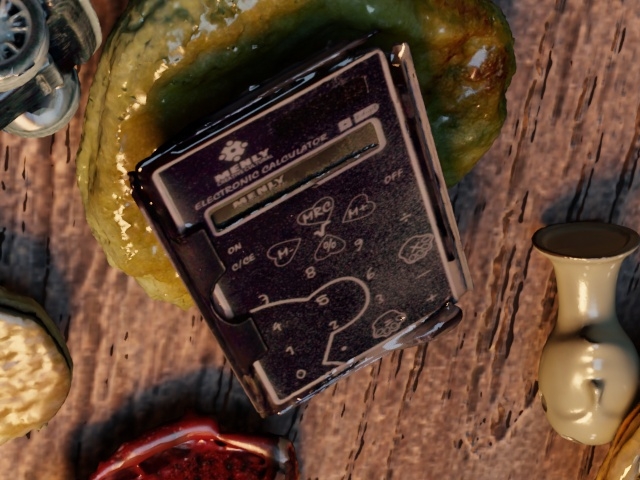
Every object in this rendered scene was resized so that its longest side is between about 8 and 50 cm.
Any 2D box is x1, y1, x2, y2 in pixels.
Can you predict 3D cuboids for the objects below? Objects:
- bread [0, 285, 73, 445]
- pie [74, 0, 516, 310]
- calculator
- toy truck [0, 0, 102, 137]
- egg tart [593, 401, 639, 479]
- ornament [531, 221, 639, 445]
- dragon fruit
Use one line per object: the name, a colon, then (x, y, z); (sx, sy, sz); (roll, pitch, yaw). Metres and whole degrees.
bread: (-0.297, 0.059, 0.890); (0.286, 0.056, 0.207); (-12, 118, -11)
pie: (-0.015, -0.061, 0.878); (0.277, 0.078, 0.277); (-16, 131, -19)
calculator: (0.000, 0.000, 0.876); (0.166, 0.028, 0.274); (-28, 143, -4)
toy truck: (-0.270, -0.068, 0.764); (0.305, 0.136, 0.162); (-38, 85, -6)
egg tart: (0.324, 0.169, 1.069); (0.295, 0.116, 0.295); (-21, 133, -24)
ornament: (0.183, 0.069, 1.033); (0.075, 0.081, 0.156); (-3, 115, 2)
dragon fruit: (-0.097, 0.186, 1.013); (0.161, 0.120, 0.127); (16, 156, 2)
